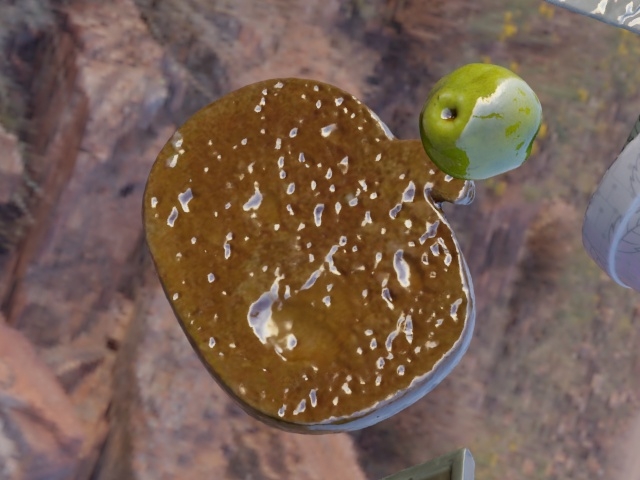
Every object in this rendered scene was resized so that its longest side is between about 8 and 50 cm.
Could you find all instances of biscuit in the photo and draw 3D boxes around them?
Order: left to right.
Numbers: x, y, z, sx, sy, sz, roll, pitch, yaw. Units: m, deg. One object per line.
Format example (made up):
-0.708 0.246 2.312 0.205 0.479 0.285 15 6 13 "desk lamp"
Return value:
0.000 0.001 1.365 0.314 0.367 0.063 -30 157 -2 "biscuit"

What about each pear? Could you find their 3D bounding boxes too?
0.119 -0.089 1.062 0.097 0.092 0.092 28 79 -57 "pear"

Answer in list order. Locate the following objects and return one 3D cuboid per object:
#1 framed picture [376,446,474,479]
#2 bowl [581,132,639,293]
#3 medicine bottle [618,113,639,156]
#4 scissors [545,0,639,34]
-0.059 0.377 1.220 0.028 0.446 0.326 46 34 -30 "framed picture"
0.424 -0.032 1.446 0.287 0.143 0.287 -25 146 -18 "bowl"
0.348 -0.090 1.538 0.051 0.051 0.191 -56 168 -45 "medicine bottle"
0.192 -0.094 0.669 0.022 0.300 0.109 67 45 -68 "scissors"
